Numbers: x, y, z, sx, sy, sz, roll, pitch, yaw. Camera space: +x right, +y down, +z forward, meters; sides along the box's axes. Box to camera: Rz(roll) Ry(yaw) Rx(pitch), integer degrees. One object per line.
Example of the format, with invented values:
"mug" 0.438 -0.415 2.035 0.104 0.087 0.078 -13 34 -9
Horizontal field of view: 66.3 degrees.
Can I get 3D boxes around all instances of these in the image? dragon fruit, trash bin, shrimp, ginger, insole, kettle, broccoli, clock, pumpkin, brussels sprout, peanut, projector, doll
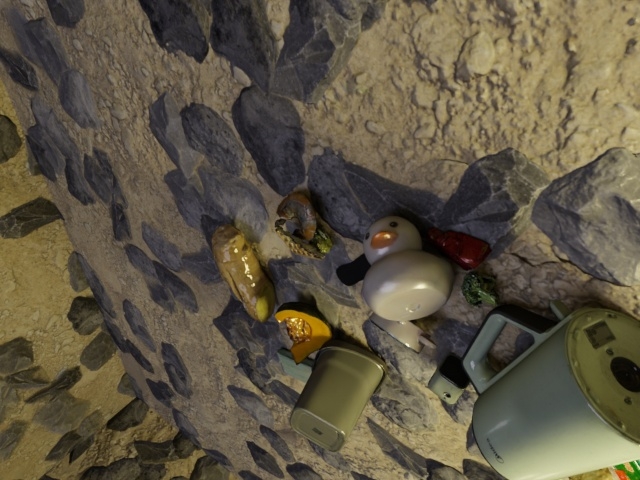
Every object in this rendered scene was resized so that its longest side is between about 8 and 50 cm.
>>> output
"dragon fruit" 0.283 0.019 1.049 0.131 0.063 0.097 39 140 13
"trash bin" 0.046 0.461 1.451 0.219 0.250 0.219 25 137 12
"shrimp" -0.069 -0.057 1.309 0.187 0.052 0.132 -18 87 60
"ginger" -0.247 0.111 1.578 0.190 0.126 0.354 -15 108 43
"insole" 0.124 0.070 1.288 0.253 0.005 0.086 -25 101 50
"kettle" 0.458 0.292 0.995 0.361 0.250 0.376 57 148 25
"broccoli" 0.344 0.105 1.042 0.092 0.095 0.096 23 128 47
"clock" 0.196 0.220 1.229 0.156 0.063 0.229 35 177 -43
"pumpkin" -0.023 0.276 1.536 0.163 0.111 0.278 2 131 21
"brussels sprout" 0.000 0.000 1.311 0.085 0.058 0.085 41 145 38
"peanut" 0.588 0.506 1.080 0.094 0.194 0.083 9 85 13
"projector" 0.334 0.353 1.252 0.083 0.083 0.082 34 139 20
"doll" 0.181 0.058 1.104 0.221 0.221 0.251 10 159 39

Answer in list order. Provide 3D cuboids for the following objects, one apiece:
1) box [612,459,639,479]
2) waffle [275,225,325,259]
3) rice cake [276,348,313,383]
"box" 0.739 0.488 1.013 0.235 0.034 0.132 -26 101 51
"waffle" -0.056 0.007 1.293 0.097 0.023 0.153 52 160 -26
"rice cake" -0.066 0.461 1.755 0.211 0.038 0.124 7 125 41
